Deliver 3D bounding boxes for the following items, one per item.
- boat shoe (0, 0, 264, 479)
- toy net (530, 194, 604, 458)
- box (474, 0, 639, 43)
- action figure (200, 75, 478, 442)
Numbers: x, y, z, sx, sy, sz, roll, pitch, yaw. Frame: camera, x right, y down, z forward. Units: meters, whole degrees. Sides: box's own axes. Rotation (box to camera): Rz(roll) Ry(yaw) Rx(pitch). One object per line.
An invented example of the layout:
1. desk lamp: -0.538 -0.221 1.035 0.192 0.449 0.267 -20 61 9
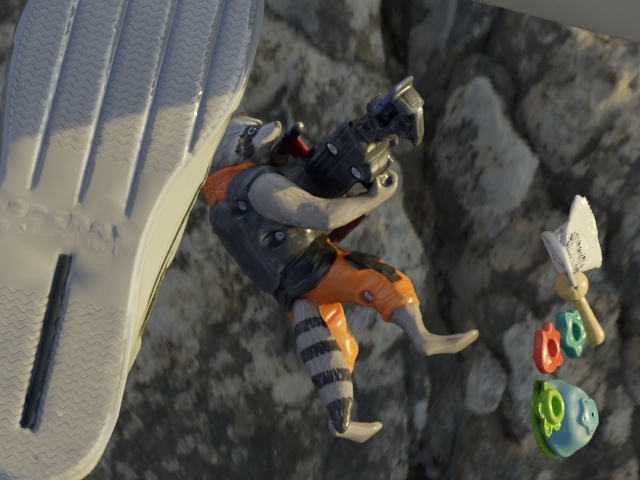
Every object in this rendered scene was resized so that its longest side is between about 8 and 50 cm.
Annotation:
1. boat shoe: -0.125 -0.033 0.724 0.121 0.119 0.335 20 81 -12
2. toy net: 0.204 0.067 1.175 0.045 0.122 0.232 -12 64 36
3. box: 0.133 -0.258 0.750 0.215 0.168 0.345 -47 37 -11
4. action figure: 0.000 0.000 1.292 0.178 0.341 0.330 -28 73 -32
